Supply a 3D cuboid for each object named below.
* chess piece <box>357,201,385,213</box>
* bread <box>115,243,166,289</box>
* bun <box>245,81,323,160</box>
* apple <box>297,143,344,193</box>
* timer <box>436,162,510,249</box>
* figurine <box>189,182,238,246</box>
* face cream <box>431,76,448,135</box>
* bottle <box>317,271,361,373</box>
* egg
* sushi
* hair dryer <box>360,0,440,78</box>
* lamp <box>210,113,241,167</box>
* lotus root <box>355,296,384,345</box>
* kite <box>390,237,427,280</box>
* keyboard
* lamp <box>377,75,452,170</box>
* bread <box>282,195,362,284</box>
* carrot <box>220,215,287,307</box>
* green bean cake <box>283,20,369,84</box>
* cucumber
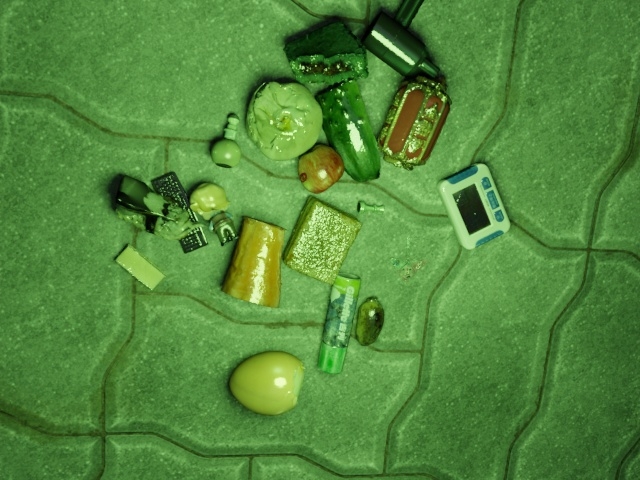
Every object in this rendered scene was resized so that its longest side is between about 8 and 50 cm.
[{"bbox_3d":[0.168,-0.105,1.603,0.093,0.042,0.042,2,101,-17],"label":"chess piece"},{"bbox_3d":[-0.561,0.084,1.531,0.154,0.028,0.068,42,93,-15],"label":"bread"},{"bbox_3d":[-0.109,-0.358,1.455,0.239,0.141,0.239,-1,103,-5],"label":"bun"},{"bbox_3d":[0.001,-0.222,1.502,0.146,0.146,0.131,-34,98,-1],"label":"apple"},{"bbox_3d":[0.506,-0.114,1.631,0.178,0.078,0.253,-25,102,-1],"label":"timer"},{"bbox_3d":[-0.313,-0.080,1.477,0.114,0.108,0.196,-31,83,-9],"label":"figurine"},{"bbox_3d":[0.370,-0.426,1.562,0.072,0.051,0.182,0,102,-5],"label":"face cream"},{"bbox_3d":[0.061,0.275,1.630,0.093,0.093,0.330,9,99,-10],"label":"bottle"},{"bbox_3d":[-0.171,0.456,1.577,0.244,0.201,0.201,1,101,1],"label":"egg"},{"bbox_3d":[-0.489,-0.070,1.468,0.273,0.134,0.109,26,121,-23],"label":"sushi"},{"bbox_3d":[0.296,-0.653,1.488,0.244,0.116,0.302,31,88,-16],"label":"hair dryer"},{"bbox_3d":[-0.275,-0.302,1.477,0.091,0.091,0.163,12,85,-11],"label":"lamp"},{"bbox_3d":[0.167,0.275,1.652,0.089,0.080,0.179,6,101,-10],"label":"lotus root"},{"bbox_3d":[0.302,0.065,1.670,0.137,0.005,0.152,6,100,-12],"label":"kite"},{"bbox_3d":[-0.433,-0.085,1.523,0.087,0.017,0.250,-22,103,-2],"label":"keyboard"},{"bbox_3d":[0.283,-0.354,1.493,0.177,0.177,0.274,17,108,-11],"label":"lamp"},{"bbox_3d":[0.000,0.000,1.562,0.184,0.110,0.234,24,98,-15],"label":"bread"},{"bbox_3d":[-0.188,0.066,1.522,0.196,0.196,0.254,15,89,-11],"label":"carrot"},{"bbox_3d":[0.016,-0.518,1.420,0.208,0.193,0.107,-23,148,-4],"label":"green bean cake"},{"bbox_3d":[0.097,-0.324,1.518,0.145,0.105,0.325,-22,106,-5],"label":"cucumber"}]
